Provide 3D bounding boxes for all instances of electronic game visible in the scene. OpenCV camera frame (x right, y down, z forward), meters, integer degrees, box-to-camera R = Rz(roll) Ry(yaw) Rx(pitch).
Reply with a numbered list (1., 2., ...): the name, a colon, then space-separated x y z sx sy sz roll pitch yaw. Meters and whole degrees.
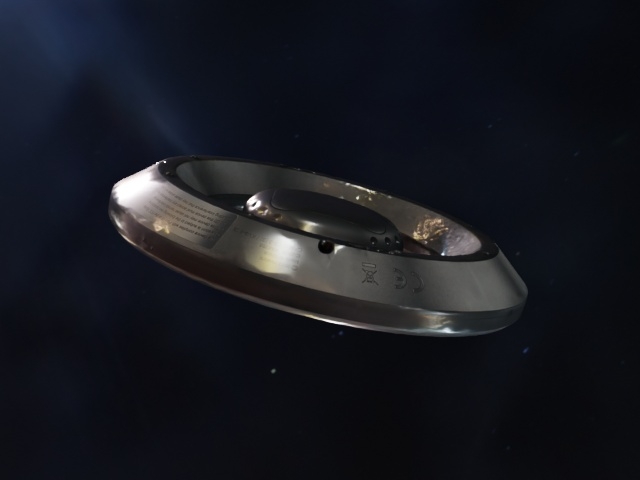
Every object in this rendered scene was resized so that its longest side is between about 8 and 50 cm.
1. electronic game: 0.000 0.000 0.484 0.229 0.229 0.048 22 -75 29
